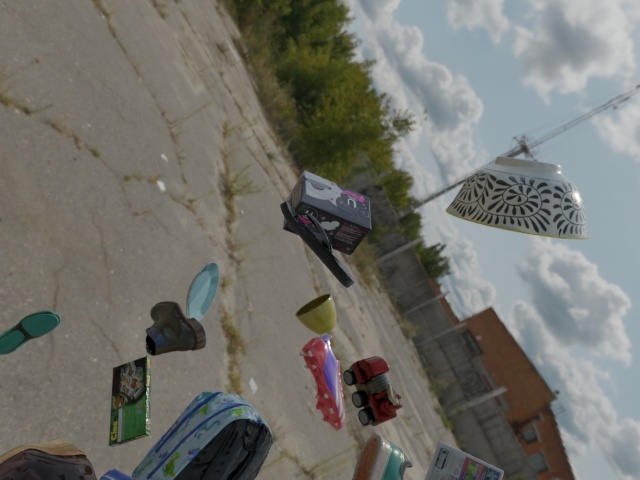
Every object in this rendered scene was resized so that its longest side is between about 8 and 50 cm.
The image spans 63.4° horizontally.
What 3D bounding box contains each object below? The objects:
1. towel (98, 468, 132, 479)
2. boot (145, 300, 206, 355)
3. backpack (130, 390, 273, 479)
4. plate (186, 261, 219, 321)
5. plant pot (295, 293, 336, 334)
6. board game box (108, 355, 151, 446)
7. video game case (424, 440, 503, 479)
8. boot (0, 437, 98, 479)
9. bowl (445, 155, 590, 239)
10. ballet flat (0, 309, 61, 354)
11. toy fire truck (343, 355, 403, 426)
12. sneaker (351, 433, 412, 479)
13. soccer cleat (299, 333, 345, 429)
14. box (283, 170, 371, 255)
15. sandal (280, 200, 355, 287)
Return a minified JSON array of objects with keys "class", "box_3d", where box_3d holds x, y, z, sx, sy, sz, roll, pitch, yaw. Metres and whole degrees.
[{"class":"towel","box_3d":[-0.612,0.810,1.484,0.336,0.243,0.040,-36,141,-66]},{"class":"boot","box_3d":[-0.349,0.189,1.131,0.219,0.106,0.082,15,-72,46]},{"class":"backpack","box_3d":[-0.290,0.562,1.318,0.290,0.355,0.273,46,-1,-34]},{"class":"plate","box_3d":[-0.346,0.148,1.502,0.188,0.024,0.188,17,90,-79]},{"class":"plant pot","box_3d":[-0.001,0.246,1.673,0.095,0.134,0.134,59,6,-6]},{"class":"board game box","box_3d":[-0.613,0.515,1.674,0.030,0.136,0.259,61,13,-53]},{"class":"video game case","box_3d":[0.367,0.671,1.382,0.184,0.201,0.023,22,-21,14]},{"class":"boot","box_3d":[-0.542,0.505,1.036,0.207,0.090,0.248,42,10,16]},{"class":"bowl","box_3d":[0.246,-0.059,0.635,0.170,0.170,0.080,-86,-176,-79]},{"class":"ballet flat","box_3d":[-0.947,0.283,1.688,0.083,0.247,0.087,59,5,-20]},{"class":"toy fire truck","box_3d":[0.196,0.487,1.728,0.159,0.246,0.217,-4,62,-37]},{"class":"sneaker","box_3d":[0.113,0.571,1.075,0.121,0.302,0.108,34,-31,-12]},{"class":"soccer cleat","box_3d":[0.026,0.364,1.332,0.083,0.095,0.247,-10,-78,54]},{"class":"box","box_3d":[0.025,-0.090,1.665,0.247,0.142,0.163,22,42,-18]},{"class":"sandal","box_3d":[0.000,0.000,1.234,0.254,0.054,0.097,48,6,4]}]
